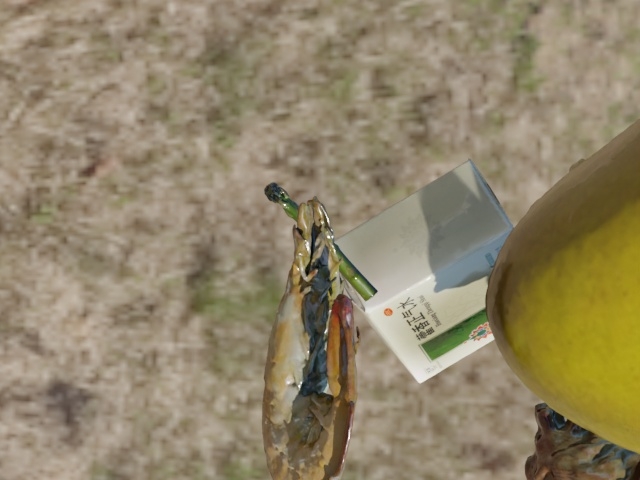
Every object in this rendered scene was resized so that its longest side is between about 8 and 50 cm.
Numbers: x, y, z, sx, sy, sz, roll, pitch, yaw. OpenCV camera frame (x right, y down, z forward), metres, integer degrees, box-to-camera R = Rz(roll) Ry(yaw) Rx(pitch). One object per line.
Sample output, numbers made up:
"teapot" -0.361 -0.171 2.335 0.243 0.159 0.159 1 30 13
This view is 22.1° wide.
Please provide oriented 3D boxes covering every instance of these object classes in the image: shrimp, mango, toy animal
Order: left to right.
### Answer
"shrimp" -0.004 0.086 1.198 0.053 0.133 0.236 5 100 -15
"toy animal" 0.290 0.243 1.339 0.312 0.157 0.097 56 21 18
"mango" 0.308 0.000 1.033 0.220 0.445 0.301 -19 94 -67

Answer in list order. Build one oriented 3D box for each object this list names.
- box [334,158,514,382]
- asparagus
"box" 0.121 0.036 1.636 0.095 0.168 0.212 63 5 29
"asparagus" 0.000 0.000 1.341 0.127 0.015 0.018 47 11 -4
